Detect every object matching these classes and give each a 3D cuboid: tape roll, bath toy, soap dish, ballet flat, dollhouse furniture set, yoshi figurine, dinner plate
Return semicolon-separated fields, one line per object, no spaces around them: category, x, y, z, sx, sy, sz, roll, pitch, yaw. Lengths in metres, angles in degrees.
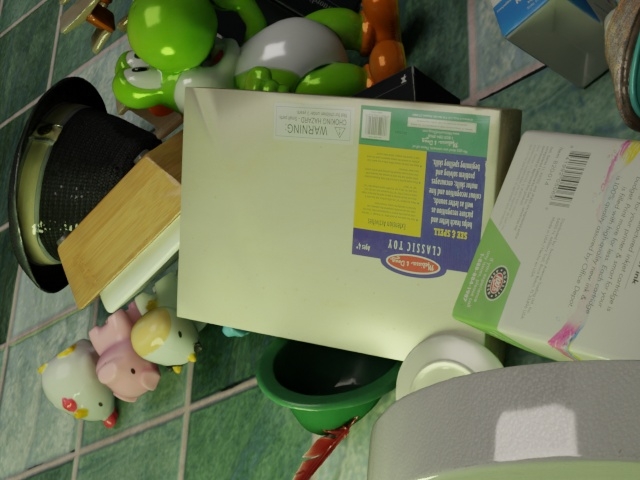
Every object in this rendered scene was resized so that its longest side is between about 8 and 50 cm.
tape roll;0.226;0.186;1.002;0.392;0.392;0.072;-21;53;43
bath toy;-0.239;0.148;1.829;0.348;0.129;0.151;-34;1;32
soap dish;-0.199;-0.047;1.779;0.229;0.118;0.291;-43;3;26
ballet flat;0.343;-0.241;1.371;0.106;0.107;0.316;-3;58;60
dollhouse furniture set;-0.215;-0.271;1.915;0.135;0.262;0.259;-43;35;23
yoshi figurine;-0.081;-0.240;1.664;0.203;0.362;0.203;-79;-16;-82
dinner plate;0.132;0.165;1.383;0.141;0.017;0.141;7;103;36

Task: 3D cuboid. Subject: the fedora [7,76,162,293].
fedora;-0.319;-0.077;1.998;0.152;0.334;0.334;6;70;14

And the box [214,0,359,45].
box;-0.076;-0.493;1.864;0.212;0.293;0.395;1;70;52

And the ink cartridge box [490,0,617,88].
ink cartridge box;0.240;-0.289;1.485;0.078;0.134;0.231;-40;43;30

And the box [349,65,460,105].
box;0.038;-0.060;1.600;0.261;0.103;0.184;-23;57;34

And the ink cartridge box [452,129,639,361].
ink cartridge box;0.303;0.025;1.229;0.353;0.119;0.207;14;80;54

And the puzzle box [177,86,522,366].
puzzle box;0.018;-0.020;1.484;0.409;0.052;0.272;9;99;34

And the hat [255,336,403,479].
hat;0.022;0.205;1.547;0.208;0.183;0.173;-12;30;1
